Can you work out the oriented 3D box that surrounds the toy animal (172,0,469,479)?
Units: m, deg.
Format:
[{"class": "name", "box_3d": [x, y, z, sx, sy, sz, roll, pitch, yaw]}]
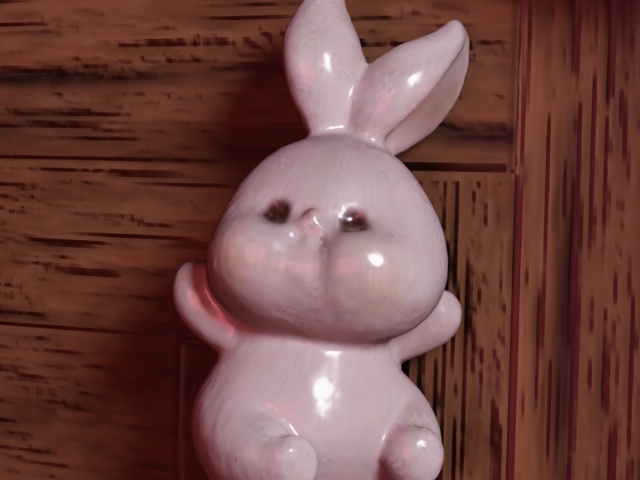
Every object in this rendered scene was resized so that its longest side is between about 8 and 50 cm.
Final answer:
[{"class": "toy animal", "box_3d": [0.001, 0.000, 0.685, 0.124, 0.124, 0.212, 9, 99, 28]}]
